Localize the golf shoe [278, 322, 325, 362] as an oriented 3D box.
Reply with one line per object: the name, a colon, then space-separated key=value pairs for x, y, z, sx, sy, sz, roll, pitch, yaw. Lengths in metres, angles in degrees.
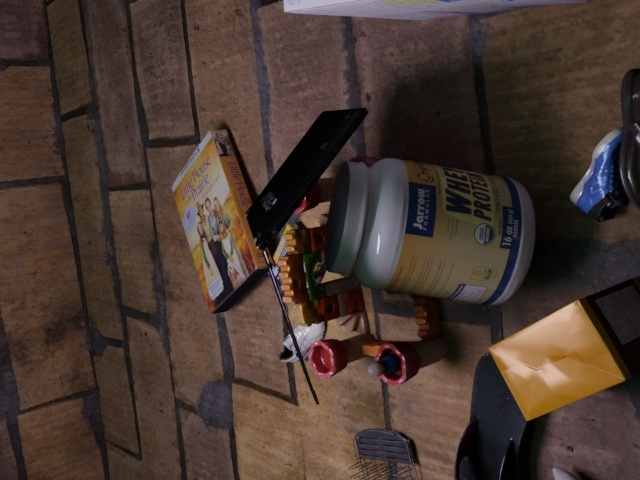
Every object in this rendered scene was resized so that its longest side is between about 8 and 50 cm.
golf shoe: x=-0.048 y=0.244 z=1.751 sx=0.069 sy=0.086 sz=0.176 roll=47 pitch=128 yaw=34

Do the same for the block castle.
block castle: x=0.070 y=0.063 z=1.479 sx=0.303 sy=0.213 sz=0.452 roll=-7 pitch=93 yaw=50

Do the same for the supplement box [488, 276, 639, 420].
supplement box: x=0.416 y=0.170 z=1.116 sx=0.191 sy=0.194 sz=0.129 roll=-43 pitch=66 yaw=45

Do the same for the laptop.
laptop: x=0.000 y=0.000 z=1.239 sx=0.407 sy=0.236 sz=0.382 roll=-53 pitch=13 yaw=2

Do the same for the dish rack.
dish rack: x=0.147 y=0.570 z=1.606 sx=0.208 sy=0.074 sz=0.271 roll=-14 pitch=87 yaw=49

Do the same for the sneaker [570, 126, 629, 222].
sneaker: x=0.462 y=-0.097 z=1.108 sx=0.084 sy=0.058 sz=0.152 roll=52 pitch=137 yaw=36

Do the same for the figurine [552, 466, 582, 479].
figurine: x=0.467 y=0.506 z=1.182 sx=0.210 sy=0.092 sz=0.214 roll=4 pitch=83 yaw=49

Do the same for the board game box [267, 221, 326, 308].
board game box: x=-0.056 y=0.062 z=1.748 sx=0.141 sy=0.048 sz=0.170 roll=51 pitch=133 yaw=32

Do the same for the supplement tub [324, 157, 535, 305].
supplement tub: x=0.180 y=-0.017 z=1.213 sx=0.228 sy=0.317 sz=0.228 roll=-172 pitch=90 yaw=-81

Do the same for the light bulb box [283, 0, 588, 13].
light bulb box: x=0.184 y=-0.482 z=1.119 sx=0.361 sy=0.358 sz=0.225 roll=11 pitch=108 yaw=46

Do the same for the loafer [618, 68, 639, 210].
loafer: x=0.495 y=-0.149 z=1.044 sx=0.078 sy=0.080 sz=0.219 roll=0 pitch=98 yaw=50

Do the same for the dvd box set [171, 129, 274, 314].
dvd box set: x=-0.280 y=-0.047 z=1.937 sx=0.308 sy=0.062 sz=0.420 roll=-42 pitch=62 yaw=47

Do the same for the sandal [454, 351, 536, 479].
sandal: x=0.318 y=0.425 z=1.350 sx=0.168 sy=0.107 sz=0.445 roll=16 pitch=111 yaw=48
